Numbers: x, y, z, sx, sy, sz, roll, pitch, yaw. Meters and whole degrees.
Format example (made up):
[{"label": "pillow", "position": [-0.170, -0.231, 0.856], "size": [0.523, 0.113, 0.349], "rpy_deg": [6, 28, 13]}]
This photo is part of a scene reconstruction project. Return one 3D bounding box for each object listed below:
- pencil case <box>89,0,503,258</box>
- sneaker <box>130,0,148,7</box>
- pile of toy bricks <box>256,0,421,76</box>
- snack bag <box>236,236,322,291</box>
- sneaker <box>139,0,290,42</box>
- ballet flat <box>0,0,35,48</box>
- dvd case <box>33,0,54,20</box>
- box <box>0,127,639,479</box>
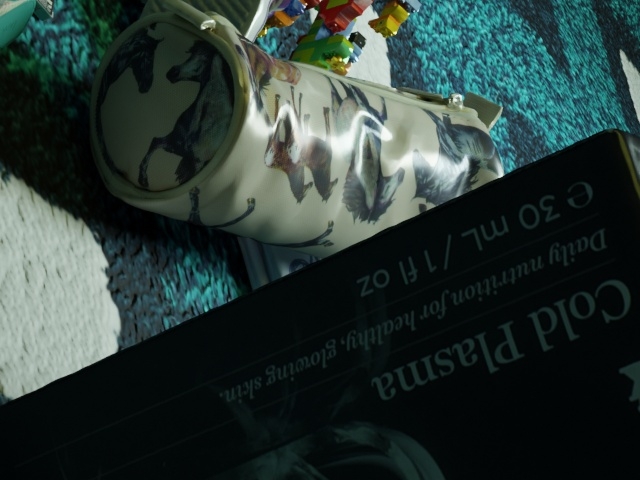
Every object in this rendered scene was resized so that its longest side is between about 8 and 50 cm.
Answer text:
[{"label": "pencil case", "position": [-0.011, -0.081, 1.641], "size": [0.410, 0.160, 0.184], "rpy_deg": [14, 95, -50]}, {"label": "sneaker", "position": [-0.164, -0.286, 1.686], "size": [0.234, 0.097, 0.084], "rpy_deg": [38, 35, -51]}, {"label": "pile of toy bricks", "position": [-0.001, -0.192, 1.868], "size": [0.118, 0.212, 0.105], "rpy_deg": [40, 61, -30]}, {"label": "snack bag", "position": [0.000, 0.000, 1.856], "size": [0.323, 0.037, 0.343], "rpy_deg": [27, 44, -59]}, {"label": "sneaker", "position": [-0.075, -0.211, 1.753], "size": [0.161, 0.102, 0.282], "rpy_deg": [75, 35, -62]}, {"label": "ballet flat", "position": [-0.276, -0.152, 1.335], "size": [0.077, 0.091, 0.241], "rpy_deg": [34, 18, 2]}, {"label": "dvd case", "position": [-0.244, -0.245, 1.572], "size": [0.087, 0.013, 0.119], "rpy_deg": [48, 28, -38]}, {"label": "box", "position": [0.100, 0.250, 1.216], "size": [0.297, 0.479, 0.472], "rpy_deg": [10, 58, -63]}]
